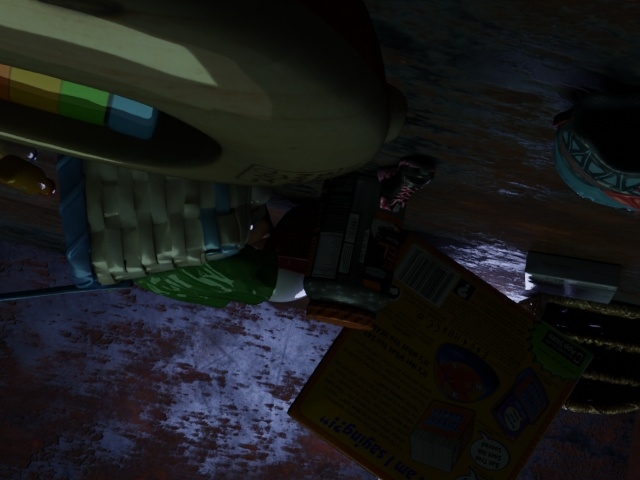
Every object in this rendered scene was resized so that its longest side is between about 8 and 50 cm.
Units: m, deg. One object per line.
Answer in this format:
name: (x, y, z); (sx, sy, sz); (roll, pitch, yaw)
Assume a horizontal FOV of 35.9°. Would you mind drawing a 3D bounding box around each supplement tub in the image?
supplement tub: (0.043, 0.017, 1.305); (0.117, 0.190, 0.117); (11, 172, 2)

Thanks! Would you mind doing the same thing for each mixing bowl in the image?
mixing bowl: (0.000, 0.000, 1.546); (0.181, 0.098, 0.181); (12, 171, 2)

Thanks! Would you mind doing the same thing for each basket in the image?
basket: (0.532, 0.233, 1.947); (0.299, 0.214, 0.223); (12, 172, -2)
basket: (-0.204, -0.070, 0.863); (0.288, 0.255, 0.201); (0, -175, -4)

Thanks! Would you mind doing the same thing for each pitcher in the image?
pitcher: (-0.034, 0.048, 1.883); (0.207, 0.126, 0.177); (6, 156, -38)

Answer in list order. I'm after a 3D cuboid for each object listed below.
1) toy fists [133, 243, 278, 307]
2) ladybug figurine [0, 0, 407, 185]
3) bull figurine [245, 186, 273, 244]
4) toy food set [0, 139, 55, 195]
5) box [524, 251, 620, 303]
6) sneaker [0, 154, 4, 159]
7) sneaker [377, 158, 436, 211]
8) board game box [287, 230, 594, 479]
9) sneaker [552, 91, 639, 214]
toy fists: (-0.170, 0.034, 1.369); (0.142, 0.096, 0.279); (14, 170, -25)
ladybug figurine: (-0.155, -0.152, 0.607); (0.449, 0.162, 0.305); (15, 170, -16)
bull figurine: (-0.152, -0.054, 1.411); (0.188, 0.101, 0.310); (14, 169, 6)
toy food set: (-0.474, -0.123, 1.338); (0.232, 0.111, 0.104); (6, 169, 15)
box: (0.408, 0.063, 1.615); (0.145, 0.038, 0.186); (10, 170, 14)
sneaker: (-0.530, -0.131, 1.496); (0.083, 0.070, 0.185); (11, 173, 35)
sneaker: (0.100, -0.062, 1.177); (0.047, 0.057, 0.119); (16, 169, -15)
board game box: (0.185, 0.253, 1.711); (0.356, 0.356, 0.356); (34, 171, 4)
sneaker: (0.312, -0.061, 0.777); (0.261, 0.104, 0.125); (8, 168, 18)
